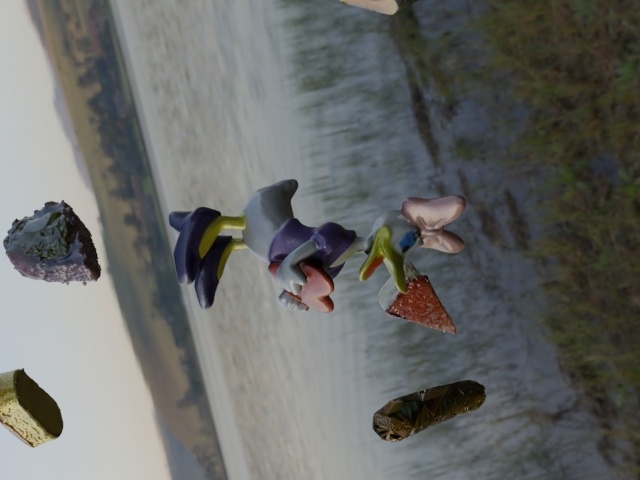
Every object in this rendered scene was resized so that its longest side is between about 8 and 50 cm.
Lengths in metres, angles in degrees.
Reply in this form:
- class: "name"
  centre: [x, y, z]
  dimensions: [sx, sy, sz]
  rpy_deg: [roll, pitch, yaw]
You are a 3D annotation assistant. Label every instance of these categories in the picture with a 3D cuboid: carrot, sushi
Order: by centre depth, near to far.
- class: "carrot"
  centre: [0.177, 0.271, 1.668]
  dimensions: [0.069, 0.229, 0.069]
  rpy_deg: [11, 105, 47]
- class: "sushi"
  centre: [-0.543, 0.022, 2.065]
  dimensions: [0.241, 0.161, 0.107]
  rpy_deg: [57, 178, 42]

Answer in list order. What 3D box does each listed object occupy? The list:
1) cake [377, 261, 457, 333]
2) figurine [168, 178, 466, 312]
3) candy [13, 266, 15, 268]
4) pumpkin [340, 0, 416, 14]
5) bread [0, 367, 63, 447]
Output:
- class: "cake"
  centre: [0.235, 0.123, 2.280]
  dimensions: [0.116, 0.220, 0.086]
  rpy_deg: [-59, 37, 19]
- class: "figurine"
  centre: [-0.005, 0.004, 1.487]
  dimensions: [0.154, 0.421, 0.193]
  rpy_deg: [79, -162, -62]
- class: "candy"
  centre: [-0.678, 0.036, 2.367]
  dimensions: [0.020, 0.083, 0.030]
  rpy_deg: [42, -156, -2]
- class: "pumpkin"
  centre: [0.085, -0.516, 1.849]
  dimensions: [0.280, 0.139, 0.190]
  rpy_deg: [27, 167, 47]
- class: "bread"
  centre: [-0.642, 0.366, 2.229]
  dimensions: [0.245, 0.094, 0.102]
  rpy_deg: [69, -174, -55]
